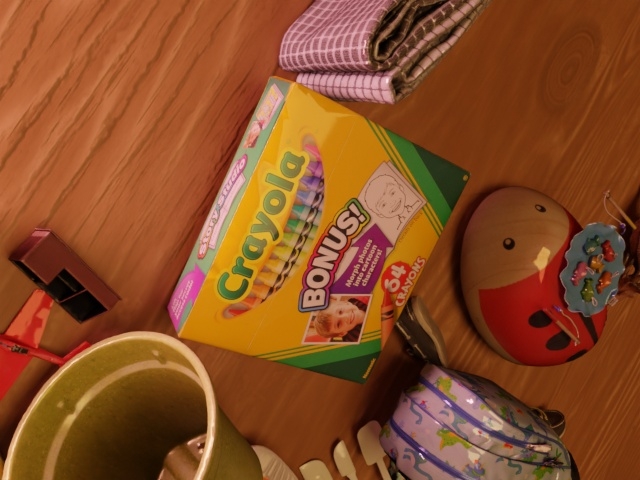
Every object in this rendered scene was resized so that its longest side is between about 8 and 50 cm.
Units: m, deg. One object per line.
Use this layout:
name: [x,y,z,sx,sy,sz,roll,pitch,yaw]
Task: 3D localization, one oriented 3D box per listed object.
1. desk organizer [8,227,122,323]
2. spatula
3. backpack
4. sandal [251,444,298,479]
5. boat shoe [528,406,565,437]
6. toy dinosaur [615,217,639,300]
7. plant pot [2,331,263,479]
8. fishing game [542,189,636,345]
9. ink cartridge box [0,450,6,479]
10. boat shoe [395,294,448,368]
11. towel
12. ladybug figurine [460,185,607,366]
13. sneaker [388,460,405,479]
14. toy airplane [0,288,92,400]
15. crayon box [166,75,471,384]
desk organizer: [-0.314,0.048,0.791,0.050,0.047,0.130,-55,127,-28]
spatula: [0.074,0.460,1.180,0.168,0.019,0.242,-30,114,-19]
backpack: [0.272,0.361,1.143,0.355,0.290,0.273,7,110,-29]
sandal: [-0.066,0.438,1.054,0.102,0.076,0.265,-45,111,-20]
boat shoe: [0.463,0.409,1.414,0.227,0.081,0.069,-7,110,-31]
toy dinosaur: [0.764,0.012,1.496,0.200,0.127,0.296,-11,103,-25]
plant pot: [-0.202,0.296,0.820,0.276,0.276,0.254,-49,143,-14]
fishing game: [0.512,0.058,1.179,0.189,0.041,0.264,40,78,-32]
ink cartridge box: [-0.497,0.385,0.752,0.303,0.072,0.307,-28,115,-26]
boat shoe: [0.186,0.181,1.188,0.065,0.075,0.206,-18,128,17]
towel: [0.097,-0.314,0.872,0.284,0.235,0.121,-48,120,-15]
ladybug figurine: [0.441,0.092,1.263,0.305,0.162,0.449,-50,125,-14]
sneaker: [0.171,0.426,1.247,0.069,0.038,0.098,2,111,-37]
toy airplane: [-0.357,0.144,0.806,0.151,0.028,0.151,-9,107,-33]
crayon box: [0.000,0.000,0.916,0.313,0.106,0.363,20,100,-31]
